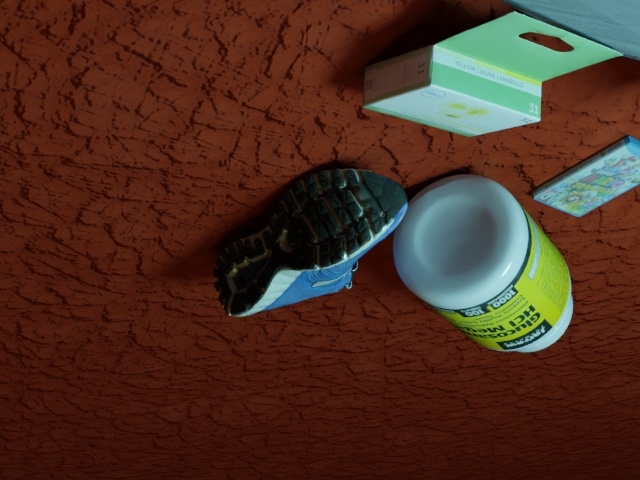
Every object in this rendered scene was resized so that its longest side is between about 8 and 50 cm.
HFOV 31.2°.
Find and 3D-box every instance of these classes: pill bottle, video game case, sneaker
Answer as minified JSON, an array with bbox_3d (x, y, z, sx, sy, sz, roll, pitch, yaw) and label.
[{"bbox_3d":[0.249,0.050,1.641,0.188,0.188,0.334,-21,151,20],"label":"pill bottle"},{"bbox_3d":[0.399,-0.088,1.622,0.119,0.015,0.166,17,142,-42],"label":"video game case"},{"bbox_3d":[0.000,0.000,1.559,0.147,0.129,0.330,-3,159,-47],"label":"sneaker"}]

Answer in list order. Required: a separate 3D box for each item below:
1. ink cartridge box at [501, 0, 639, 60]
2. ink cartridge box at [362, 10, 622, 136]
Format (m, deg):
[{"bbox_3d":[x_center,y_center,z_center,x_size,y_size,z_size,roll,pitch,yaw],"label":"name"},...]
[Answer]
[{"bbox_3d":[0.290,-0.223,1.048,0.330,0.071,0.324,12,-171,-41],"label":"ink cartridge box"},{"bbox_3d":[0.183,-0.174,1.251,0.171,0.056,0.235,11,169,-35],"label":"ink cartridge box"}]
